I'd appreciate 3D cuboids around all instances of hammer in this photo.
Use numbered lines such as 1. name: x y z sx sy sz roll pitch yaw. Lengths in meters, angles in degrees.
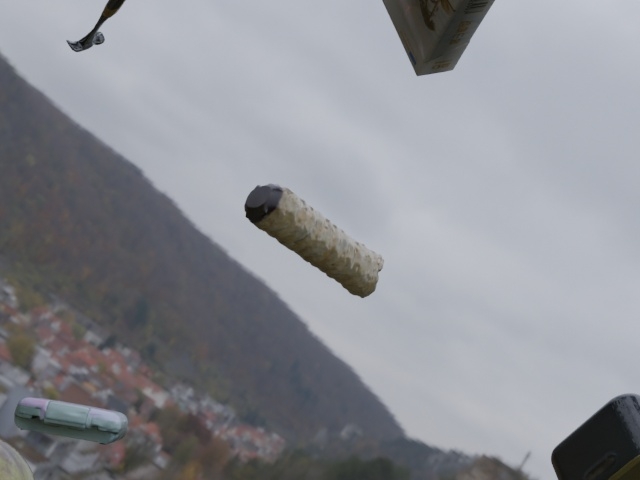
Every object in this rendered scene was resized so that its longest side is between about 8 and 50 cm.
1. hammer: -0.315 -0.339 1.557 0.021 0.078 0.201 53 -45 0

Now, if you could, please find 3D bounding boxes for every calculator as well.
1. calculator: -0.340 0.248 1.452 0.141 0.045 0.246 11 -11 -4

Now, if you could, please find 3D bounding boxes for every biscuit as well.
1. biscuit: 0.000 0.000 1.189 0.055 0.061 0.219 20 -13 45

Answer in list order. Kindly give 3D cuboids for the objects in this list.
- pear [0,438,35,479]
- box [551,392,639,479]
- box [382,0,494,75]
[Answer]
1. pear: -0.610 0.442 1.764 0.283 0.284 0.283 33 -10 7
2. box: 0.366 0.254 1.167 0.201 0.144 0.090 20 35 -31
3. box: 0.165 -0.347 1.407 0.233 0.067 0.150 120 -45 -59
